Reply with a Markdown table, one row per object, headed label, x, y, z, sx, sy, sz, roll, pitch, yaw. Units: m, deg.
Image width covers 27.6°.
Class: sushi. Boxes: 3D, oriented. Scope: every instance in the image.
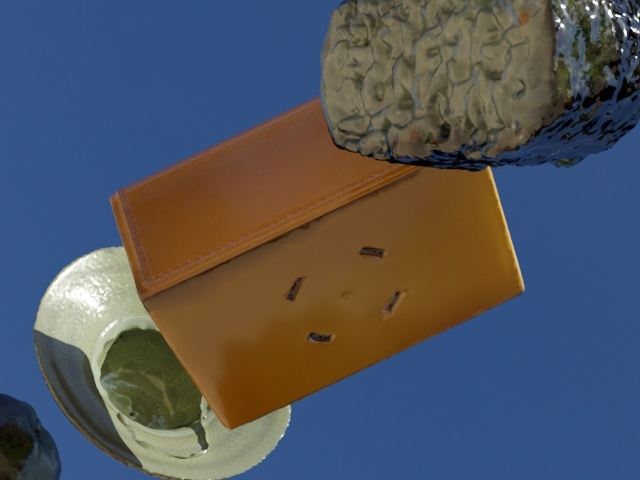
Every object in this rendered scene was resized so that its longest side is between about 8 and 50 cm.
| label | x | y | z | sx | sy | sz | roll | pitch | yaw |
| --- | --- | --- | --- | --- | --- | --- | --- | --- | --- |
| sushi | 0.104 | -0.107 | 0.808 | 0.225 | 0.127 | 0.124 | -1 | -90 | 55 |

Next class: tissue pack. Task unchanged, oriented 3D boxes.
| label | x | y | z | sx | sy | sz | roll | pitch | yaw |
| --- | --- | --- | --- | --- | --- | --- | --- | --- | --- |
| tissue pack | 0.000 | 0.000 | 1.049 | 0.274 | 0.145 | 0.194 | -24 | -45 | 0 |

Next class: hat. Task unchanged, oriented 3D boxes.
| label | x | y | z | sx | sy | sz | roll | pitch | yaw |
| --- | --- | --- | --- | --- | --- | --- | --- | --- | --- |
| hat | -0.160 | 0.133 | 1.194 | 0.252 | 0.252 | 0.110 | 41 | -50 | 4 |

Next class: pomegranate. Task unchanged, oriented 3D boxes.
| label | x | y | z | sx | sy | sz | roll | pitch | yaw |
| --- | --- | --- | --- | --- | --- | --- | --- | --- | --- |
| pomegranate | -0.319 | 0.208 | 1.220 | 0.163 | 0.125 | 0.138 | -2 | -44 | 44 |
